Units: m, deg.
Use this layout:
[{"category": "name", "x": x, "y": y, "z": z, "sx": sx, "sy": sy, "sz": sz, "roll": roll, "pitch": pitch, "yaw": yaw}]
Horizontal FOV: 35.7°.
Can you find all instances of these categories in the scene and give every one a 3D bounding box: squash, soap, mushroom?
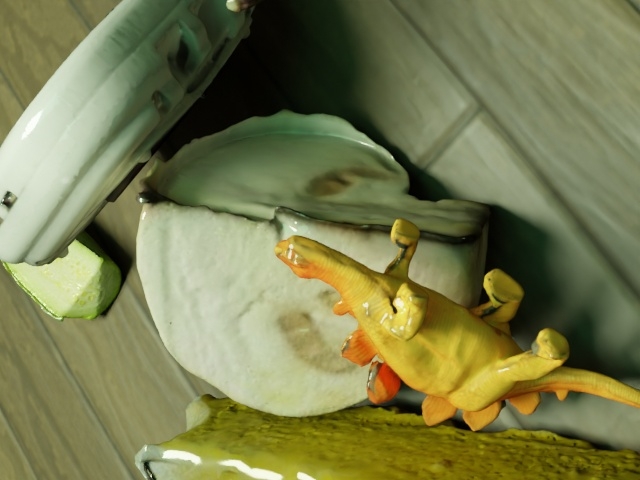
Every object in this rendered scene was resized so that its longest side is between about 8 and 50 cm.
[{"category": "squash", "x": -0.279, "y": -0.008, "z": 0.957, "sx": 0.200, "sy": 0.075, "sz": 0.090, "roll": 41, "pitch": 140, "yaw": 29}, {"category": "soap", "x": 0.069, "y": 0.156, "z": 0.656, "sx": 0.339, "sy": 0.169, "sz": 0.304, "roll": -44, "pitch": 77, "yaw": 28}, {"category": "mushroom", "x": -0.005, "y": 0.015, "z": 0.737, "sx": 0.236, "sy": 0.162, "sz": 0.173, "roll": 9, "pitch": 125, "yaw": 0}]

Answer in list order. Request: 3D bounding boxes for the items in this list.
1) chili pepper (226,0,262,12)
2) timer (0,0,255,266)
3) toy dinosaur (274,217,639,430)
[{"category": "chili pepper", "x": 0.024, "y": -0.313, "z": 0.693, "sx": 0.135, "sy": 0.131, "sz": 0.338, "roll": 5, "pitch": 91, "yaw": 11}, {"category": "timer", "x": -0.155, "y": -0.099, "z": 0.759, "sx": 0.087, "sy": 0.262, "sz": 0.237, "roll": 40, "pitch": 138, "yaw": -11}, {"category": "toy dinosaur", "x": 0.093, "y": 0.076, "z": 0.638, "sx": 0.288, "sy": 0.070, "sz": 0.117, "roll": 27, "pitch": 132, "yaw": -12}]
